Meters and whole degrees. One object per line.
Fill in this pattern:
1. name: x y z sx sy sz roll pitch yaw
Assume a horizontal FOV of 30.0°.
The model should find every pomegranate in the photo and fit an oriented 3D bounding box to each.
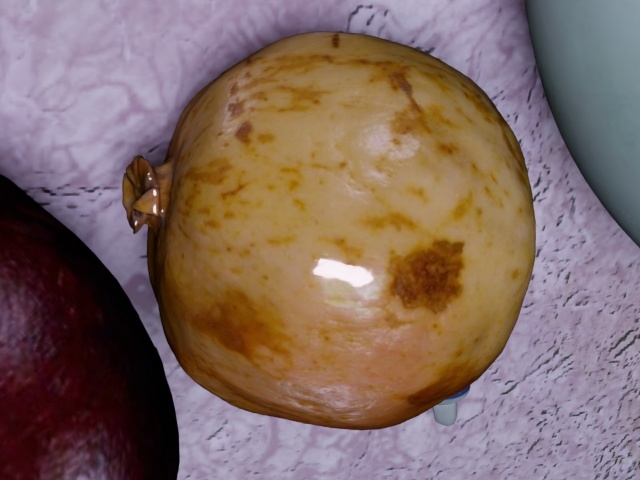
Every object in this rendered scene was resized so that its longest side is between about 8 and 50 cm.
1. pomegranate: 0.000 0.000 0.624 0.215 0.215 0.215 -8 119 -15

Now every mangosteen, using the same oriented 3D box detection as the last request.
1. mangosteen: -0.213 0.107 0.560 0.297 0.293 0.297 -2 116 -3

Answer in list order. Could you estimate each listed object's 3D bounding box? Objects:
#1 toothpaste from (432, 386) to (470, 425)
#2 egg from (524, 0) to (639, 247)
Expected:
1. toothpaste: 0.075 0.037 0.772 0.057 0.035 0.197 -16 117 -17
2. egg: 0.259 -0.102 0.619 0.276 0.276 0.389 -40 119 4
